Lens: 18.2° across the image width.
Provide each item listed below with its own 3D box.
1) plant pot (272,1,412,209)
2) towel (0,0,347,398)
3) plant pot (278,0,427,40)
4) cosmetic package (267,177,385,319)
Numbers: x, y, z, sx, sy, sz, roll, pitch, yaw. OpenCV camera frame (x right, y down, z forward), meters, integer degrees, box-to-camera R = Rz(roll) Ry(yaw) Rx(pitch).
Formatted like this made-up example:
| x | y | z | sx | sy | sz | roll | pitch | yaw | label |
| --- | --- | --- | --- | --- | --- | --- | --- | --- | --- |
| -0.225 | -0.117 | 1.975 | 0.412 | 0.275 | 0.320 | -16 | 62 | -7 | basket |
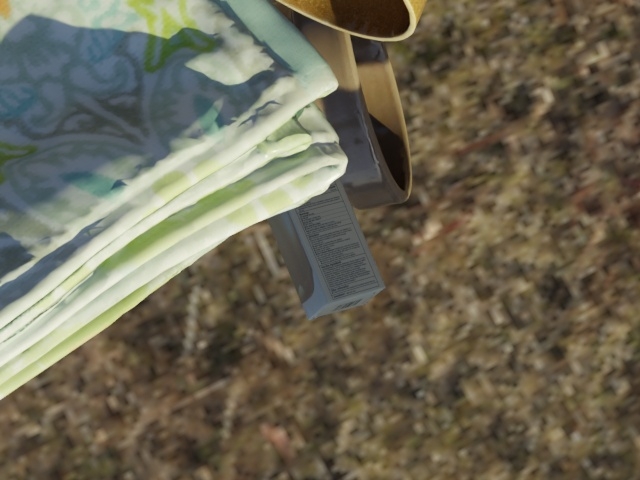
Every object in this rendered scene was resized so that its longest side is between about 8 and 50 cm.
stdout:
| x | y | z | sx | sy | sz | roll | pitch | yaw | label |
| --- | --- | --- | --- | --- | --- | --- | --- | --- | --- |
| -0.044 | -0.140 | 2.126 | 0.229 | 0.263 | 0.263 | -15 | 98 | 12 | plant pot |
| -0.212 | -0.092 | 0.986 | 0.374 | 0.320 | 0.090 | 48 | 158 | 19 | towel |
| 0.032 | -0.320 | 1.508 | 0.237 | 0.254 | 0.237 | 30 | 168 | 7 | plant pot |
| 0.000 | 0.000 | 1.604 | 0.041 | 0.060 | 0.115 | -42 | 66 | 57 | cosmetic package |
